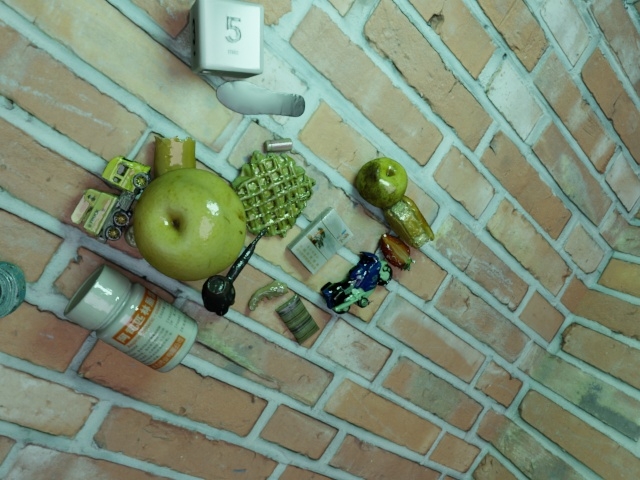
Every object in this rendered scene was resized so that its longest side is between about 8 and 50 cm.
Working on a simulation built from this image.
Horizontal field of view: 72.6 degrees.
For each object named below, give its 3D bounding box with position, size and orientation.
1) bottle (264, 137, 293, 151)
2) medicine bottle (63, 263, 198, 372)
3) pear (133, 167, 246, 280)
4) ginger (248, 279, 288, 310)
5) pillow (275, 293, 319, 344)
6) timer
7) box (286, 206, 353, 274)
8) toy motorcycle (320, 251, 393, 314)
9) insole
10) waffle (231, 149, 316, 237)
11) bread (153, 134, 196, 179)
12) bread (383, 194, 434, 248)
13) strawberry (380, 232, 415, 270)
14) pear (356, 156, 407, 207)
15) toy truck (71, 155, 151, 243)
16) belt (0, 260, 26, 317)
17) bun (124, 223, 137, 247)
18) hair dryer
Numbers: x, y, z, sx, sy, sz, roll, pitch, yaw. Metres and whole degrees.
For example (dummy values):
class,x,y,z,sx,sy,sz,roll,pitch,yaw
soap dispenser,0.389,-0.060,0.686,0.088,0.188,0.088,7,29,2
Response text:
class,x,y,z,sx,sy,sz,roll,pitch,yaw
bottle,-0.150,-0.340,1.559,0.096,0.045,0.045,-11,108,-20
medicine bottle,-0.604,0.257,1.419,0.211,0.211,0.371,-50,119,-5
pear,-0.390,-0.047,1.325,0.348,0.348,0.348,-7,107,-23
ginger,-0.206,0.207,1.685,0.173,0.051,0.069,-25,108,-12
pillow,-0.090,0.323,1.773,0.113,0.038,0.203,-37,115,-12
timer,-0.289,-0.612,1.334,0.194,0.192,0.195,-3,106,-24
box,0.001,0.000,1.710,0.233,0.067,0.149,-45,118,-8
toy motorcycle,0.155,0.167,1.804,0.331,0.125,0.196,-32,113,-18
insole,-0.201,-0.487,1.516,0.322,0.007,0.109,0,106,-25
waffle,-0.178,-0.160,1.578,0.297,0.073,0.317,25,94,-28
bread,-0.470,-0.252,1.411,0.134,0.085,0.173,-4,105,-23
bread,0.361,-0.081,1.796,0.121,0.174,0.245,-41,113,-12
strawberry,0.315,0.057,1.850,0.192,0.085,0.140,16,55,-37
pear,0.235,-0.220,1.697,0.197,0.197,0.197,-7,107,-23
toy truck,-0.643,-0.134,1.345,0.157,0.124,0.272,29,93,-23
belt,-0.959,0.147,1.297,0.147,0.082,0.163,41,88,-18
bun,-0.602,-0.016,1.434,0.086,0.055,0.086,-2,94,-32
hair dryer,-0.283,0.107,1.541,0.120,0.304,0.359,30,68,8
